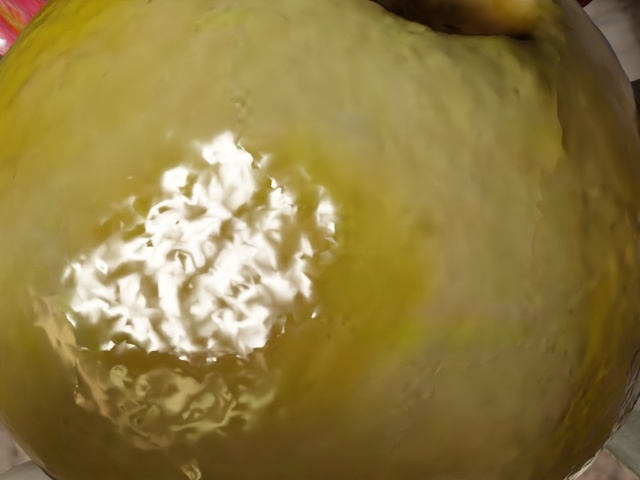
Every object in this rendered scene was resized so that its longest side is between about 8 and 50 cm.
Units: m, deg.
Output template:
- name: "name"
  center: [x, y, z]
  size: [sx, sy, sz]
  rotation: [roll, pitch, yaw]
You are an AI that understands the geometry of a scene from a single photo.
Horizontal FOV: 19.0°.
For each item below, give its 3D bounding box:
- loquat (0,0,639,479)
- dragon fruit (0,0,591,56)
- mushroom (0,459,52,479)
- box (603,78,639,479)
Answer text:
- name: "loquat"
  center: [-0.002, 0.003, 0.558]
  size: [0.213, 0.213, 0.213]
  rotation: [6, 77, -27]
- name: "dragon fruit"
  center: [-0.057, -0.216, 0.771]
  size: [0.249, 0.386, 0.371]
  rotation: [6, 119, -55]
- name: "mushroom"
  center: [-0.117, 0.208, 0.971]
  size: [0.209, 0.206, 0.206]
  rotation: [16, 70, 2]
- name: "box"
  center: [0.236, 0.012, 0.814]
  size: [0.184, 0.273, 0.143]
  rotation: [40, 53, -28]
